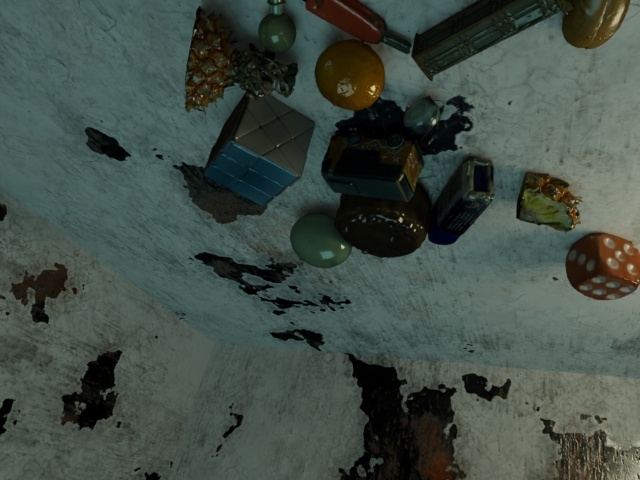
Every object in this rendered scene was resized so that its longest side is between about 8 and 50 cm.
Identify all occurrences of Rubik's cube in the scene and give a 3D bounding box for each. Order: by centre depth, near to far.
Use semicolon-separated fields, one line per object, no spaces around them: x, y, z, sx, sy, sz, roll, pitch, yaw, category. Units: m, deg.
-0.184;-0.274;1.461;0.231;0.221;0.225;27;147;-22;Rubik's cube

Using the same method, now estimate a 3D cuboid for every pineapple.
-0.194;-0.428;1.239;0.272;0.262;0.262;8;152;-15;pineapple
0.688;-0.119;1.501;0.236;0.114;0.186;34;146;-14;pineapple

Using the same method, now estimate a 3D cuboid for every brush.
0.072;-0.513;1.118;0.324;0.051;0.070;22;147;-15;brush

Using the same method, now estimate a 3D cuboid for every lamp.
0.356;-0.465;1.046;0.325;0.089;0.090;-17;138;42;lamp
-0.101;-0.531;1.142;0.091;0.091;0.163;10;134;6;lamp

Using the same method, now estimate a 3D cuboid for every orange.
0.073;-0.401;1.186;0.178;0.177;0.155;22;136;-14;orange

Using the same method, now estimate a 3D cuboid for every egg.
0.000;0.000;1.847;0.283;0.202;0.203;20;163;46;egg

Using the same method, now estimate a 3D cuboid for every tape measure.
0.297;-0.303;1.330;0.104;0.107;0.180;-9;144;30;tape measure

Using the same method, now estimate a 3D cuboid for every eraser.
0.440;-0.111;1.546;0.102;0.154;0.332;13;151;-2;eraser

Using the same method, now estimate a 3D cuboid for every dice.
0.962;0.093;1.659;0.175;0.179;0.174;16;150;-8;dice

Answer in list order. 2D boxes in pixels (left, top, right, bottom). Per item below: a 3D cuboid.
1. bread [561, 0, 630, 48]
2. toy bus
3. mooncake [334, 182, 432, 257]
0.557;-0.464;0.982;0.114;0.077;0.189;9;153;16;bread
0.148;-0.217;1.448;0.275;0.167;0.138;12;160;29;toy bus
0.215;-0.077;1.670;0.324;0.187;0.324;12;152;7;mooncake
